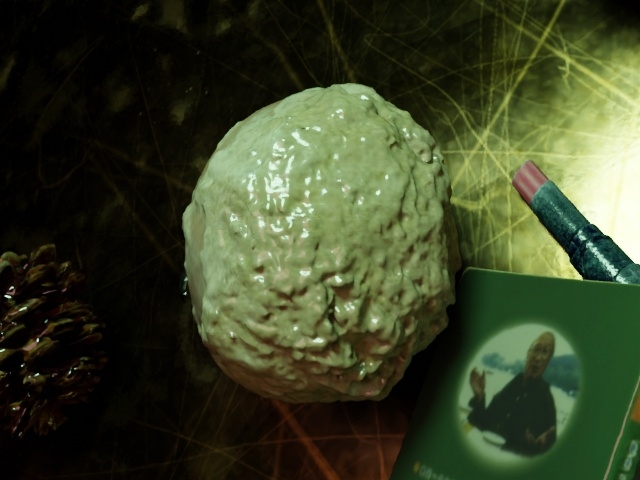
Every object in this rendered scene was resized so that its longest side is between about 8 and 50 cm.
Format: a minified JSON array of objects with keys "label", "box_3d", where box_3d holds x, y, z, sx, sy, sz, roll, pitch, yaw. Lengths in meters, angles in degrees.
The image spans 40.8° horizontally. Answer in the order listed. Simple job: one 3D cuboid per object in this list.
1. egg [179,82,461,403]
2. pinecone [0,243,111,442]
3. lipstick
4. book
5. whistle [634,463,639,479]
[{"label":"egg","box_3d":[0.000,0.000,0.804,0.279,0.279,0.310,-10,63,29]},{"label":"pinecone","box_3d":[-0.347,0.128,1.009,0.221,0.221,0.221,-13,63,27]},{"label":"lipstick","box_3d":[0.246,0.005,0.777,0.053,0.053,0.234,-39,51,12]},{"label":"book","box_3d":[0.133,0.202,0.686,0.371,0.043,0.260,-67,22,-7]},{"label":"whistle","box_3d":[0.328,0.150,0.570,0.404,0.188,0.168,-56,12,43]}]
